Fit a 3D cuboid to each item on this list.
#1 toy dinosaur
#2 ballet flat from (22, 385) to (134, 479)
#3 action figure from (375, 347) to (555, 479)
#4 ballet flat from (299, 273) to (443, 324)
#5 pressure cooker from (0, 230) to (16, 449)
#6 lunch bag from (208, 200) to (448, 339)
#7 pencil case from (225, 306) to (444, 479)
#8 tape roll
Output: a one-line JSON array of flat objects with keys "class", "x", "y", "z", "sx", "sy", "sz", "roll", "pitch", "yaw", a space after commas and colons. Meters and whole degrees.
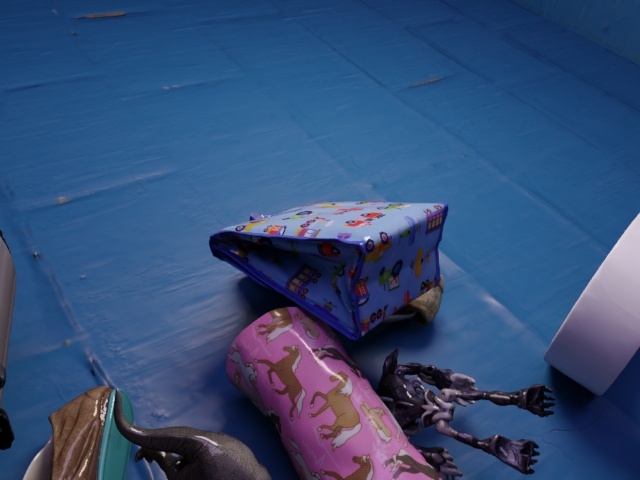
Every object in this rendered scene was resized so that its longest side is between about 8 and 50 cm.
[{"class": "toy dinosaur", "x": -0.107, "y": 0.271, "z": 0.673, "sx": 0.160, "sy": 0.314, "sz": 0.121, "roll": -16, "pitch": 13, "yaw": 36}, {"class": "ballet flat", "x": -0.283, "y": 0.317, "z": 0.671, "sx": 0.124, "sy": 0.116, "sz": 0.342, "roll": -16, "pitch": 44, "yaw": 0}, {"class": "action figure", "x": 0.164, "y": 0.242, "z": 0.818, "sx": 0.275, "sy": 0.141, "sz": 0.164, "roll": -4, "pitch": 57, "yaw": 44}, {"class": "ballet flat", "x": 0.031, "y": 0.077, "z": 1.008, "sx": 0.348, "sy": 0.123, "sz": 0.123, "roll": 8, "pitch": 41, "yaw": 0}, {"class": "pressure cooker", "x": -0.511, "y": 0.150, "z": 0.604, "sx": 0.375, "sy": 0.370, "sz": 0.420, "roll": 9, "pitch": 39, "yaw": -27}, {"class": "lunch bag", "x": 0.000, "y": 0.000, "z": 0.880, "sx": 0.293, "sy": 0.138, "sz": 0.221, "roll": 18, "pitch": 26, "yaw": 35}, {"class": "pencil case", "x": 0.030, "y": 0.255, "z": 0.734, "sx": 0.160, "sy": 0.167, "sz": 0.386, "roll": -47, "pitch": 52, "yaw": 6}, {"class": "tape roll", "x": 0.466, "y": 0.098, "z": 0.936, "sx": 0.100, "sy": 0.286, "sz": 0.286, "roll": 33, "pitch": 46, "yaw": 25}]
